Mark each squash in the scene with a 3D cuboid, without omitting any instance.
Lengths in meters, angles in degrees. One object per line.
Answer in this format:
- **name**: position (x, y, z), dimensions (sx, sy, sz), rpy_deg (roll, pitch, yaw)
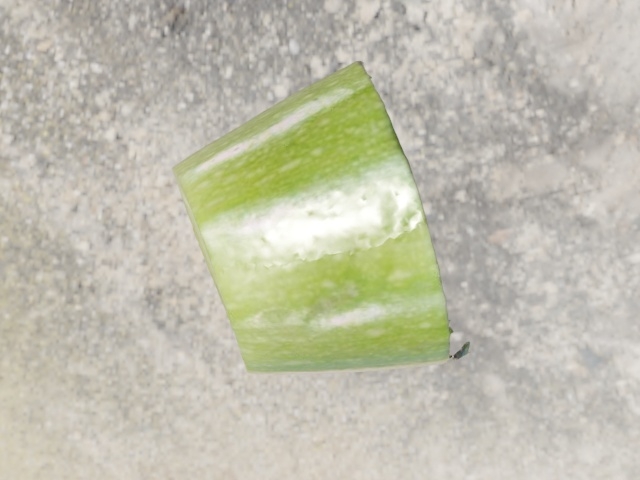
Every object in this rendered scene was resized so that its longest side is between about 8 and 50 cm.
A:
- **squash**: position (0.000, 0.000, 0.596), dimensions (0.123, 0.170, 0.170), rpy_deg (-19, 139, -7)
